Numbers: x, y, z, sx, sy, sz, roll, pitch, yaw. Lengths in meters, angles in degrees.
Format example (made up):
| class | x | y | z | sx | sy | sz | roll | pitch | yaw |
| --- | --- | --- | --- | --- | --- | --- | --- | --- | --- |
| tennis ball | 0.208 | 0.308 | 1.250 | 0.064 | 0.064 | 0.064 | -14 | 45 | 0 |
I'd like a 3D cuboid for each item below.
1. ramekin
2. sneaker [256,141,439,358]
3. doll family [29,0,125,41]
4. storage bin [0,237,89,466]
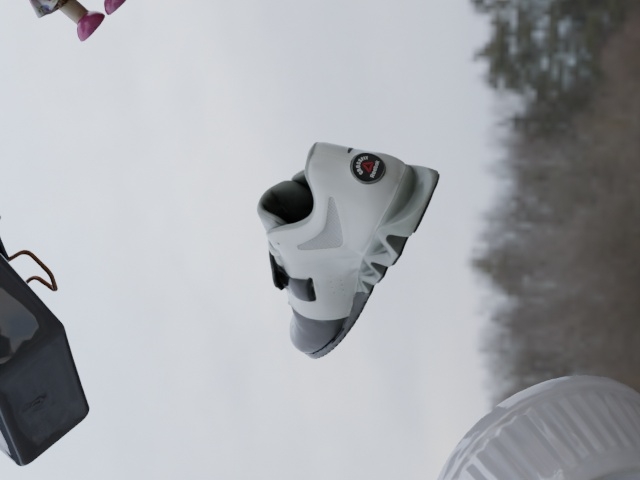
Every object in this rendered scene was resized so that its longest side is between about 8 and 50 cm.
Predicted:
| class | x | y | z | sx | sy | sz | roll | pitch | yaw |
| --- | --- | --- | --- | --- | --- | --- | --- | --- | --- |
| ramekin | 0.247 | 0.277 | 1.651 | 0.127 | 0.273 | 0.272 | -131 | 33 | -57 |
| sneaker | 0.000 | 0.000 | 1.732 | 0.330 | 0.146 | 0.122 | 117 | 175 | -54 |
| doll family | -0.144 | -0.268 | 1.135 | 0.163 | 0.263 | 0.118 | 42 | -154 | -21 |
| storage bin | -0.182 | 0.061 | 0.990 | 0.098 | 0.091 | 0.135 | -40 | -26 | -22 |
